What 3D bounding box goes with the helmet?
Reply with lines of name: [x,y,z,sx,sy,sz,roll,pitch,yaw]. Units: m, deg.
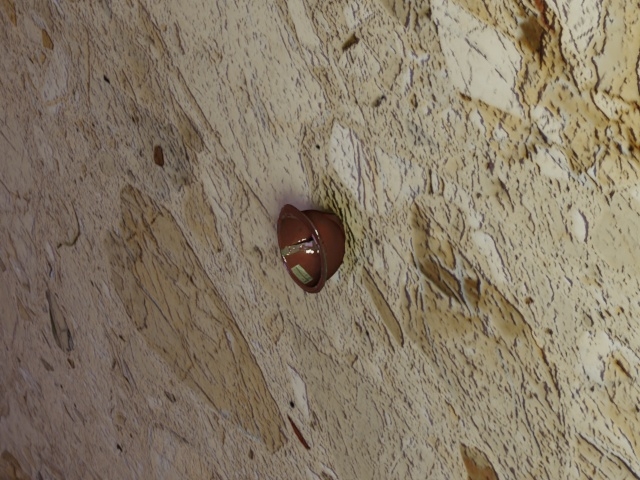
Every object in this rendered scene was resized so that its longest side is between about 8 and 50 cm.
helmet: [0.000,0.000,1.784,0.089,0.057,0.111,47,148,34]
